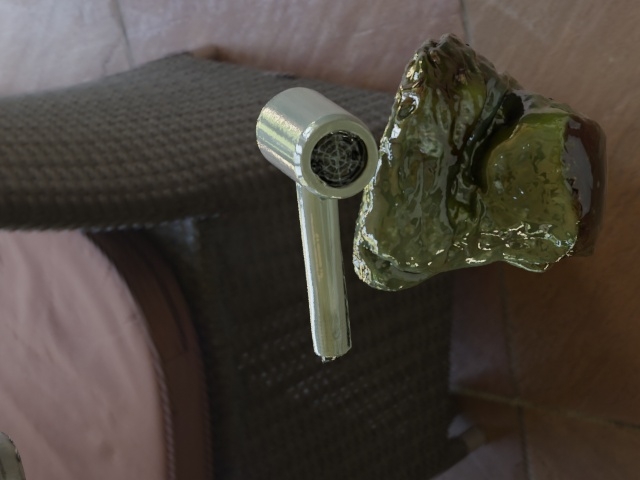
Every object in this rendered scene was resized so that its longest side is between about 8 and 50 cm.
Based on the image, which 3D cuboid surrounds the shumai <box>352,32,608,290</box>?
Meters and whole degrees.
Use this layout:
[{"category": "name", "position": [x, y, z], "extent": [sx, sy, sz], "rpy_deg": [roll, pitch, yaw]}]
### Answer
[{"category": "shumai", "position": [0.191, -0.062, 1.315], "extent": [0.263, 0.309, 0.304], "rpy_deg": [16, 168, 7]}]

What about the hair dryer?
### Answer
[{"category": "hair dryer", "position": [0.000, 0.000, 0.969], "extent": [0.131, 0.073, 0.236], "rpy_deg": [-134, 40, -66]}]

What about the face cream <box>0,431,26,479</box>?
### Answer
[{"category": "face cream", "position": [-0.369, 0.269, 1.091], "extent": [0.177, 0.153, 0.177], "rpy_deg": [4, 95, 57]}]
